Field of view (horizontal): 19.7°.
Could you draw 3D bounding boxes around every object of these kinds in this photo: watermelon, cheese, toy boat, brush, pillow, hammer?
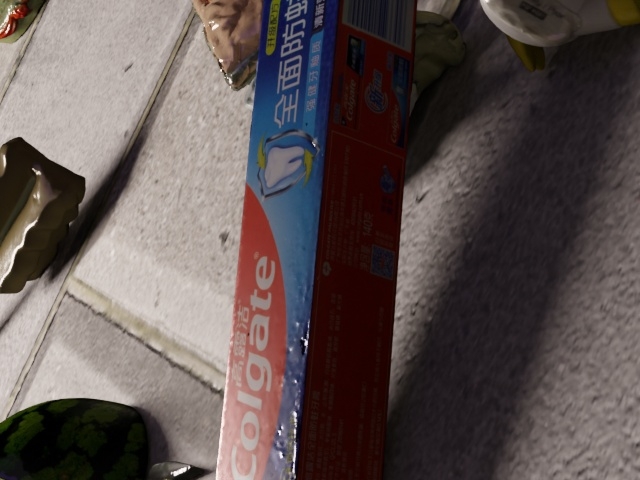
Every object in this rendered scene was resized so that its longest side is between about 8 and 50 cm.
[{"bbox_3d":[-0.173,0.176,1.288,0.135,0.125,0.094,46,140,44],"label":"watermelon"},{"bbox_3d":[0.007,-0.097,1.202,0.127,0.050,0.235,-65,27,0],"label":"cheese"},{"bbox_3d":[-0.338,-0.267,1.976,0.185,0.071,0.089,-54,28,21],"label":"toy boat"},{"bbox_3d":[-0.296,0.037,1.624,0.301,0.084,0.071,-56,-7,33],"label":"brush"},{"bbox_3d":[-0.039,-0.191,1.333,0.126,0.043,0.232,-33,26,5],"label":"pillow"},{"bbox_3d":[-0.117,0.235,1.178,0.062,0.013,0.198,-21,49,56],"label":"hammer"}]

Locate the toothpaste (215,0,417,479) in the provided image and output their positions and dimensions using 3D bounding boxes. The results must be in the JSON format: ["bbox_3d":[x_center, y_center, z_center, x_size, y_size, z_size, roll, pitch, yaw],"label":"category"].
[{"bbox_3d":[-0.001,0.000,1.051,0.076,0.066,0.320,-17,61,48],"label":"toothpaste"}]

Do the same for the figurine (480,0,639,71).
[{"bbox_3d":[0.140,-0.186,1.001,0.129,0.109,0.178,123,168,-71],"label":"figurine"}]

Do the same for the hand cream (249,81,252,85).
[{"bbox_3d":[-0.049,-0.190,1.418,0.052,0.038,0.216,-23,37,15],"label":"hand cream"}]
